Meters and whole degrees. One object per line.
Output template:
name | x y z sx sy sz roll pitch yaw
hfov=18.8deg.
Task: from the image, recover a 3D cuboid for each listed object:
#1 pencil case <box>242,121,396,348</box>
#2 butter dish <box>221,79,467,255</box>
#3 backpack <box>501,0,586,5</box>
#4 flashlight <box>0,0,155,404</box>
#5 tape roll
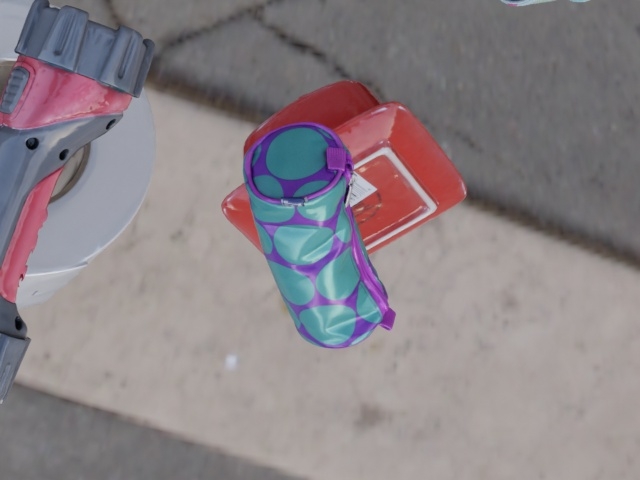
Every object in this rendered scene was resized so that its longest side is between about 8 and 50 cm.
pencil case | 0.000 0.000 1.199 0.070 0.064 0.152 3 141 18
butter dish | 0.007 -0.064 1.486 0.160 0.118 0.160 -30 145 10
backpack | 0.231 -0.346 1.794 0.191 0.225 0.253 -8 151 -35
flashlight | -0.221 -0.026 1.466 0.103 0.103 0.304 19 90 9
tape roll | -0.280 -0.070 1.674 0.246 0.246 0.169 30 159 -12
